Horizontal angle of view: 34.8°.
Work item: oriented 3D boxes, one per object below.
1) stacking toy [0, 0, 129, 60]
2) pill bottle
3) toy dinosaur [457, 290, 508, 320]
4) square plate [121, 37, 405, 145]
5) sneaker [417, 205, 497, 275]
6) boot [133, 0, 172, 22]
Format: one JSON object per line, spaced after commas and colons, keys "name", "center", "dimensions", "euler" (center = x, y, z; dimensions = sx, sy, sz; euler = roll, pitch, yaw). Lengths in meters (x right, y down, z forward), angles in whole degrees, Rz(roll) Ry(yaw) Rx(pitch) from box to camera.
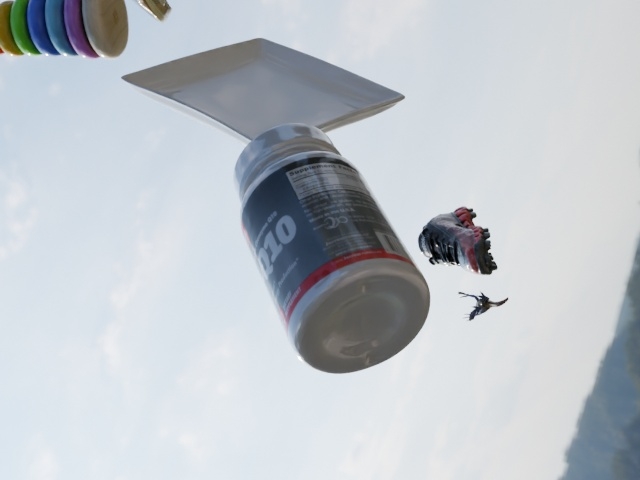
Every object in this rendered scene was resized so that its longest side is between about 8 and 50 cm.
{"name": "stacking toy", "center": [-0.504, -0.364, 1.752], "dimensions": [0.141, 0.330, 0.141], "euler": [-4, -90, -78]}
{"name": "pill bottle", "center": [0.000, 0.000, 1.174], "dimensions": [0.283, 0.161, 0.161], "euler": [-118, 16, -44]}
{"name": "toy dinosaur", "center": [0.261, 0.112, 1.653], "dimensions": [0.082, 0.090, 0.047], "euler": [40, -119, -68]}
{"name": "square plate", "center": [-0.094, -0.243, 1.715], "dimensions": [0.344, 0.347, 0.049], "euler": [-27, -46, -43]}
{"name": "sneaker", "center": [0.267, 0.012, 2.028], "dimensions": [0.276, 0.135, 0.098], "euler": [-106, 2, -71]}
{"name": "boot", "center": [-0.297, -0.539, 1.947], "dimensions": [0.203, 0.095, 0.262], "euler": [-52, -15, -2]}
